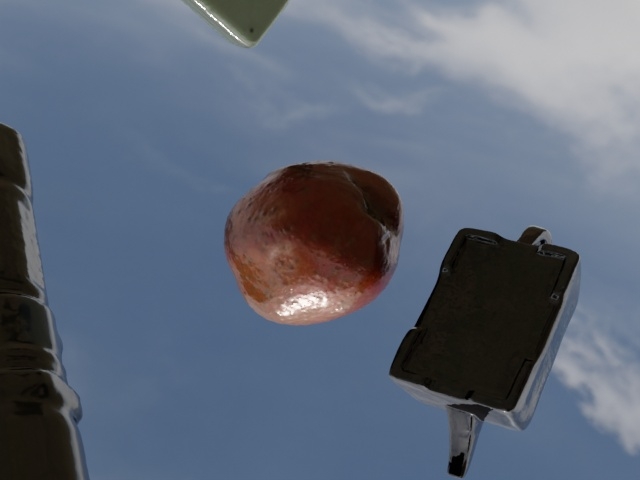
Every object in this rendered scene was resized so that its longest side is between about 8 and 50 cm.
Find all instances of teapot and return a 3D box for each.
[{"bbox_3d":[0.118,0.071,0.669,0.087,0.096,0.177,13,-119,31],"label":"teapot"}]

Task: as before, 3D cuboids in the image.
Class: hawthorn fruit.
[{"bbox_3d":[0.000,0.000,0.685,0.128,0.128,0.128,18,-145,-13],"label":"hawthorn fruit"}]

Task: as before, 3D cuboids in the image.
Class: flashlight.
[{"bbox_3d":[-0.256,0.056,0.802,0.103,0.103,0.424,5,-137,-29],"label":"flashlight"}]

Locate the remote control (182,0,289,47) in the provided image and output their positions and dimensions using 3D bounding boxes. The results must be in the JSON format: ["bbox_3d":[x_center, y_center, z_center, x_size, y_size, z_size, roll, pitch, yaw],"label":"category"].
[{"bbox_3d":[-0.123,-0.280,0.805,0.285,0.123,0.038,35,176,-39],"label":"remote control"}]
